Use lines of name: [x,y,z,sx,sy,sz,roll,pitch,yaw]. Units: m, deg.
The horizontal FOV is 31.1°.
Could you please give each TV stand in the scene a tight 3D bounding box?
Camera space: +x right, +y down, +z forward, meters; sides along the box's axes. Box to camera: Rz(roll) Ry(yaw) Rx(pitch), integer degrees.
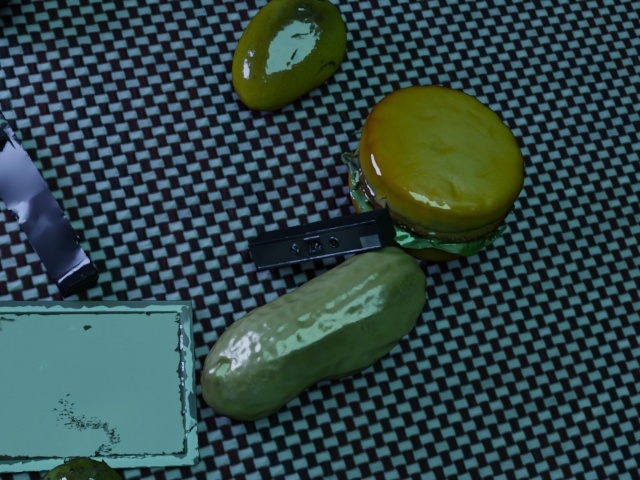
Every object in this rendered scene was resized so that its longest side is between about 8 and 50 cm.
TV stand: [-0.365,-0.046,1.456,0.049,0.040,0.256,-26,76,-32]

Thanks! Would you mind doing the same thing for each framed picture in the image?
framed picture: [-0.287,0.175,1.403,0.273,0.016,0.216,2,67,-15]

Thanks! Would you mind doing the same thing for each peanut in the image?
peanut: [-0.004,0.122,1.432,0.319,0.147,0.147,-32,79,-13]

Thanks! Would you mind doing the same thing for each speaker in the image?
speaker: [0.000,0.000,1.462,0.046,0.191,0.040,-43,118,-55]

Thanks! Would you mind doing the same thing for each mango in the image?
mango: [-0.045,-0.261,1.603,0.137,0.098,0.195,34,69,-4]

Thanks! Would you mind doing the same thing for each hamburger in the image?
hamburger: [0.142,-0.076,1.529,0.246,0.170,0.246,7,56,-11]

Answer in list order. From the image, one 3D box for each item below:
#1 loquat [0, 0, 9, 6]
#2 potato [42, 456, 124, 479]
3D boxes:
loquat: [-0.479,-0.395,1.502,0.179,0.179,0.227,-37,82,-25]
potato: [-0.245,0.350,1.301,0.117,0.090,0.225,-22,74,-22]
